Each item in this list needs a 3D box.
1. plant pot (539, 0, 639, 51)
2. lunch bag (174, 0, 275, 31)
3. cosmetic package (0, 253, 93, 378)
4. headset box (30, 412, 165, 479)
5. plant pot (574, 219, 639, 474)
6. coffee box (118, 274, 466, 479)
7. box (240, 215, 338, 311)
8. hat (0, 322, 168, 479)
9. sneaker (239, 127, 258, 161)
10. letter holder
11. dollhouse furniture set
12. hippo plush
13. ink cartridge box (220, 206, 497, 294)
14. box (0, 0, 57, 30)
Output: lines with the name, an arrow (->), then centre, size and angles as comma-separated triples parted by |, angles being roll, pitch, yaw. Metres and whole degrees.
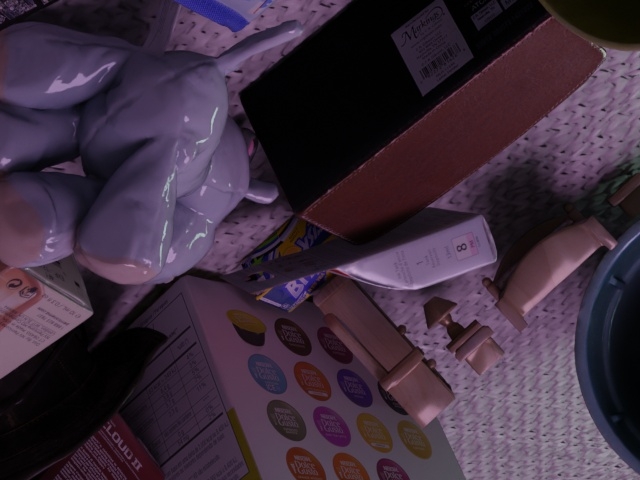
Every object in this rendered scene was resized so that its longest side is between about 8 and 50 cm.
plant pot -> 0.349, -0.317, 1.675 | 0.293, 0.275, 0.275 | -15, 147, -40
lunch bag -> -0.088, -0.360, 1.336 | 0.328, 0.239, 0.385 | -39, 151, 22
cosmetic package -> -0.375, 0.071, 1.809 | 0.296, 0.153, 0.129 | -36, 143, 13
headset box -> -0.303, 0.287, 1.917 | 0.218, 0.293, 0.110 | -25, 107, 35
plant pot -> 0.480, 0.129, 2.245 | 0.341, 0.341, 0.334 | -31, 168, 9
coffee box -> -0.081, 0.284, 2.115 | 0.338, 0.334, 0.338 | 15, 132, -45
box -> 0.000, 0.000, 2.034 | 0.169, 0.054, 0.059 | -40, 143, 22
hat -> -0.318, 0.143, 1.928 | 0.331, 0.331, 0.134 | -32, 105, 11
sneaker -> -0.088, -0.068, 1.904 | 0.057, 0.047, 0.119 | -11, 150, -45
letter holder -> 0.119, -0.135, 1.843 | 0.302, 0.152, 0.214 | -38, 146, 18
dollhouse furniture set -> 0.179, 0.006, 2.063 | 0.355, 0.174, 0.303 | -43, 178, 3
hippo plush -> -0.167, -0.087, 1.724 | 0.294, 0.234, 0.236 | -59, 166, -4
ink cartridge box -> 0.034, 0.028, 1.903 | 0.232, 0.066, 0.189 | -23, -172, -10
box -> -0.272, -0.247, 1.507 | 0.147, 0.077, 0.180 | -27, 146, 3
